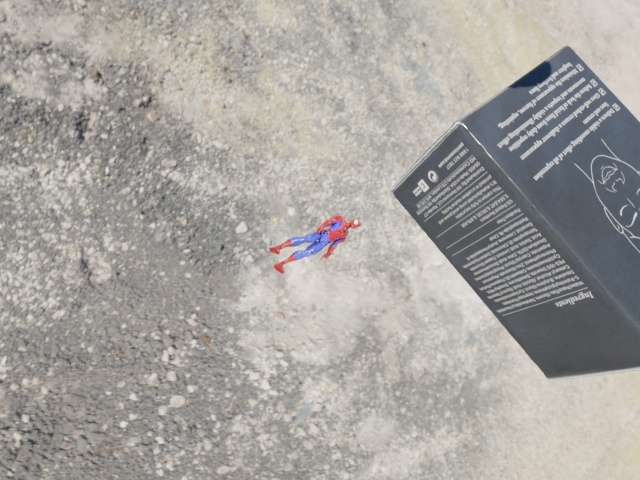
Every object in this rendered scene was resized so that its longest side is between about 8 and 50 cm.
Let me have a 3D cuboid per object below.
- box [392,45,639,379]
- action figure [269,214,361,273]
[{"bbox_3d":[0.368,-0.042,0.726,0.293,0.212,0.395,-35,83,-26],"label":"box"},{"bbox_3d":[0.000,0.000,0.525,0.115,0.030,0.038,-27,114,-30],"label":"action figure"}]
